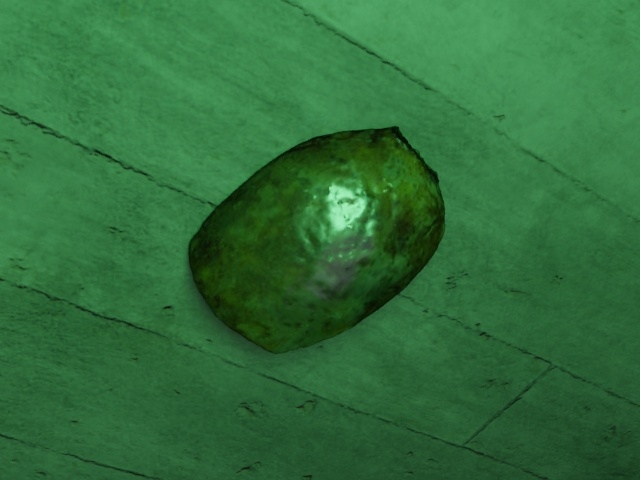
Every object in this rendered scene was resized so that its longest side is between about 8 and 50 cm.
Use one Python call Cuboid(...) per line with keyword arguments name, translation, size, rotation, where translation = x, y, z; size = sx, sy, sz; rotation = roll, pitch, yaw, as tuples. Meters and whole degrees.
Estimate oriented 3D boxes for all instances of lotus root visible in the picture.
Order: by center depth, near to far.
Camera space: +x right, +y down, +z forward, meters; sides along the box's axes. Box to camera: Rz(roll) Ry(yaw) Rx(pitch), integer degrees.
Cuboid(name="lotus root", translation=(0.002, 0.005, 1.201), size=(0.314, 0.142, 0.210), rotation=(-36, 128, 15))
